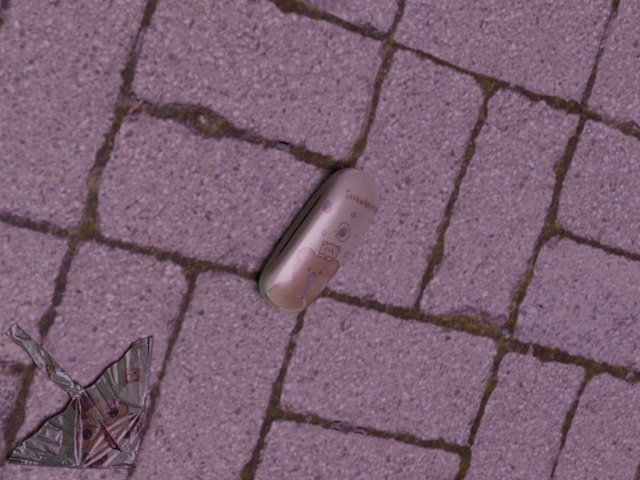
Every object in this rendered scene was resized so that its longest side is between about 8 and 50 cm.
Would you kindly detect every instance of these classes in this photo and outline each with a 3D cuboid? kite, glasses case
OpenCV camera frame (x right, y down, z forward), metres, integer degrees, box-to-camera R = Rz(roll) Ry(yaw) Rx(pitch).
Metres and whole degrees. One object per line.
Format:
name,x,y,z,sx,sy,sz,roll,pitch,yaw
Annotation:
kite,-0.288,0.185,1.913,0.229,0.012,0.250,-45,121,-16
glasses case,0.000,0.000,2.006,0.081,0.051,0.204,38,84,-31
